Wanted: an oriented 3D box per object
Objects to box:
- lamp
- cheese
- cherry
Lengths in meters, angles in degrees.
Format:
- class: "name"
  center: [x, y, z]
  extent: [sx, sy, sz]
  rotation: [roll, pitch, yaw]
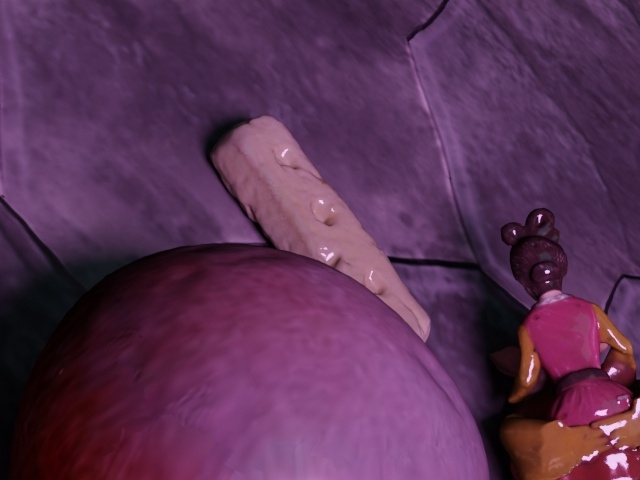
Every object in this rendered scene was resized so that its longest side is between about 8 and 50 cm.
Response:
- class: "lamp"
  center: [0.167, 0.109, 0.874]
  extent: [0.118, 0.118, 0.253]
  rotation: [4, 53, -34]
- class: "cheese"
  center: [0.000, 0.000, 0.882]
  extent: [0.194, 0.043, 0.065]
  rotation: [52, 40, 11]
- class: "cherry"
  center: [-0.038, 0.097, 0.661]
  extent: [0.239, 0.206, 0.239]
  rotation: [10, 61, -18]
